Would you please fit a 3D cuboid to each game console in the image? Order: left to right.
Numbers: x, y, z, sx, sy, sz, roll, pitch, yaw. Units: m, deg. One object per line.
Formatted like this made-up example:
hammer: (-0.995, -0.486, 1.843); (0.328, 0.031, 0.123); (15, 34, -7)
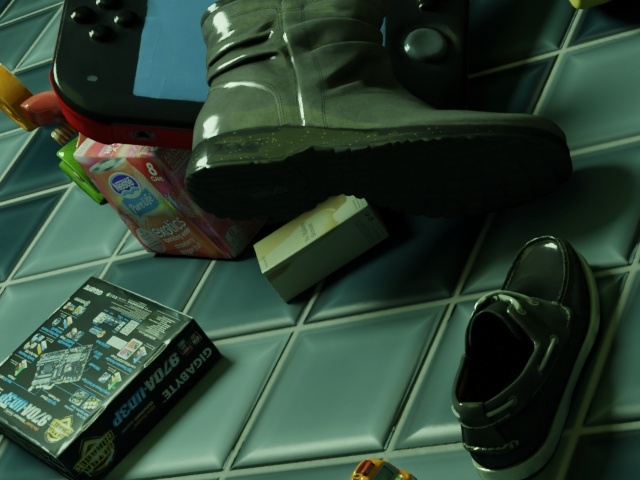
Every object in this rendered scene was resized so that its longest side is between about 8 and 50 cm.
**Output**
game console: (-0.050, -0.228, 1.708); (0.387, 0.060, 0.342); (5, 59, -1)

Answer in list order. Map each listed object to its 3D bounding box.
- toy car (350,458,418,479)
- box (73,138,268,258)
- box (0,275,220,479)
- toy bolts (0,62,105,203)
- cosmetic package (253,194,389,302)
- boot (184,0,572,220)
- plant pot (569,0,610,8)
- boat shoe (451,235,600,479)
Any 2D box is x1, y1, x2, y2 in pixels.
toy car: (0.015, 0.202, 1.288); (0.122, 0.040, 0.060); (-42, 29, -11)
box: (-0.082, -0.134, 1.798); (0.154, 0.142, 0.300); (5, 48, 49)
box: (-0.214, 0.126, 1.647); (0.175, 0.051, 0.220); (-46, 30, -17)
toy bolts: (-0.245, -0.169, 1.903); (0.158, 0.218, 0.228); (-46, 3, -10)
cosmetic package: (0.000, 0.000, 1.610); (0.115, 0.041, 0.060); (-33, 29, 5)
boot: (0.048, -0.139, 1.536); (0.338, 0.118, 0.222); (1, 57, 8)
plant pot: (0.314, -0.365, 1.628); (0.239, 0.254, 0.254); (-16, 31, 4)
boat shoe: (0.149, 0.068, 1.306); (0.084, 0.079, 0.233); (-18, 31, 33)
